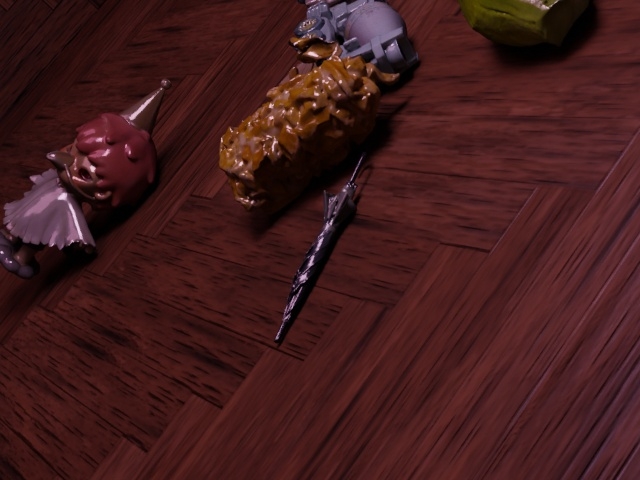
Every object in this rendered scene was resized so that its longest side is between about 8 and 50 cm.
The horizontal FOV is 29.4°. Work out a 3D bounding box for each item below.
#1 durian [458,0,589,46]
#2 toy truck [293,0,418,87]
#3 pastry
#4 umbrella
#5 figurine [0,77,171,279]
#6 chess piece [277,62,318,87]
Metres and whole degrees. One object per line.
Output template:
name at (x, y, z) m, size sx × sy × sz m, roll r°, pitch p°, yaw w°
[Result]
durian at (0.223, -0.287, 1.376) m, size 0.139 × 0.101 × 0.250 m, roll -11°, pitch 28°, yaw -4°
toy truck at (0.049, -0.277, 1.622) m, size 0.140 × 0.108 × 0.257 m, roll -24°, pitch 33°, yaw 15°
pastry at (-0.021, -0.149, 1.511) m, size 0.250 × 0.102 × 0.154 m, roll -42°, pitch 43°, yaw 27°
umbrella at (0.002, -0.003, 1.368) m, size 0.269 × 0.044 × 0.044 m, roll -65°, pitch 3°, yaw -31°
figurine at (-0.367, -0.102, 1.933) m, size 0.387 × 0.166 × 0.207 m, roll -45°, pitch 42°, yaw 12°
chess piece at (-0.026, -0.215, 1.718) m, size 0.083 × 0.038 × 0.084 m, roll -36°, pitch 29°, yaw 24°
